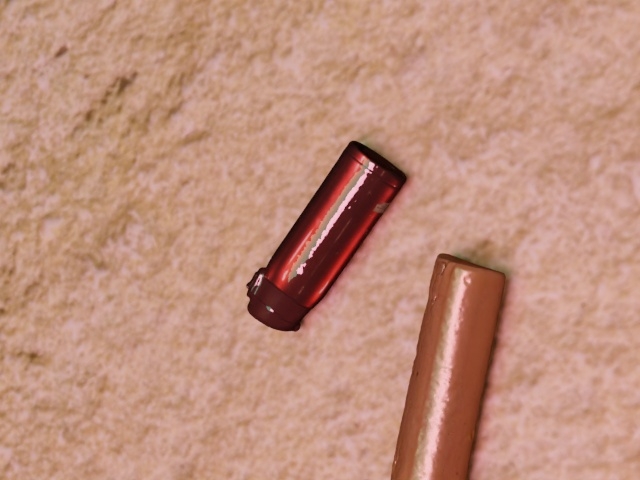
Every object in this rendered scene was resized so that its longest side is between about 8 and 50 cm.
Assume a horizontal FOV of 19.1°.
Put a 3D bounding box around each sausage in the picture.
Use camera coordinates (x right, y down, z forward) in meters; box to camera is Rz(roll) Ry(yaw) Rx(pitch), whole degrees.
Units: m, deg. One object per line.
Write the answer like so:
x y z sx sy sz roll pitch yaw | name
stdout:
0.089 0.162 1.473 0.066 0.066 0.301 12 90 28 | sausage

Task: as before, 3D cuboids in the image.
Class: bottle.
0.000 0.000 1.540 0.060 0.060 0.164 40 102 25 | bottle
